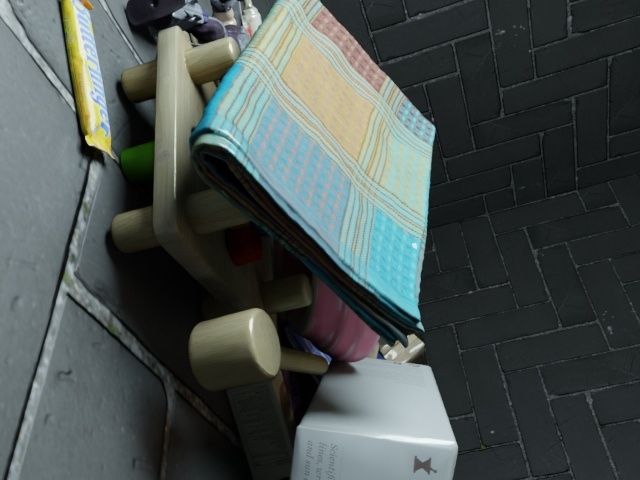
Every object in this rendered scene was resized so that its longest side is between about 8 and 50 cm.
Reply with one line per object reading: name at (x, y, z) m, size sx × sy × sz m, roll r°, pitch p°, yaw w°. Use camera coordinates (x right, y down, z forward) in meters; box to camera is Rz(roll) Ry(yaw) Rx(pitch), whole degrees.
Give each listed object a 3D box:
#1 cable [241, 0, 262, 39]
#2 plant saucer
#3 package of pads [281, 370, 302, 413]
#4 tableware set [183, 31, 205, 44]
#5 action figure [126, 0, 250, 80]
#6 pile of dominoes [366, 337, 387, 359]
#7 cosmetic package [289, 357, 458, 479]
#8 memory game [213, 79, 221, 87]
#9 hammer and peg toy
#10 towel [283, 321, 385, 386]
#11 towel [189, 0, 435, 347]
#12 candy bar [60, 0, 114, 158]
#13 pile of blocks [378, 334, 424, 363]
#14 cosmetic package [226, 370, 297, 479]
cable at (-0.104, -0.276, 1.094) m, size 0.139 × 0.072 × 0.287 m, roll -77°, pitch 151°, yaw -55°
plant saucer at (0.000, 0.000, 0.852) m, size 0.332 × 0.084 × 0.333 m, roll 177°, pitch -90°, yaw -74°
package of pads at (-0.051, 0.195, 0.854) m, size 0.050 × 0.031 × 0.083 m, roll 18°, pitch 58°, yaw -79°
tableware set at (-0.178, -0.342, 0.910) m, size 0.128 × 0.039 × 0.194 m, roll -81°, pitch 153°, yaw -64°
action figure at (-0.131, -0.252, 0.825) m, size 0.285 × 0.099 × 0.186 m, roll -40°, pitch 115°, yaw -72°
pile of dominoes at (0.063, 0.086, 1.132) m, size 0.251 × 0.040 × 0.196 m, roll 61°, pitch 42°, yaw -23°
cosmetic package at (0.059, 0.276, 0.743) m, size 0.385 × 0.156 × 0.217 m, roll 18°, pitch 78°, yaw -82°
memory game at (-0.130, -0.181, 1.000) m, size 0.186 × 0.012 × 0.186 m, roll -15°, pitch 90°, yaw -78°
hammer and peg toy at (-0.099, -0.003, 0.646) m, size 0.266 × 0.127 × 0.362 m, roll 60°, pitch 19°, yaw -58°
towel at (0.047, 0.204, 1.108) m, size 0.243 × 0.040 × 0.336 m, roll 55°, pitch 12°, yaw 0°
towel at (0.024, -0.107, 0.649) m, size 0.271 × 0.040 × 0.370 m, roll 42°, pitch 37°, yaw -22°
candy bar at (-0.212, -0.154, 0.571) m, size 0.040 × 0.018 × 0.162 m, roll 28°, pitch 49°, yaw -74°
pile of blocks at (0.107, 0.124, 1.291) m, size 0.149 × 0.112 × 0.362 m, roll 18°, pitch -39°, yaw 60°
cosmetic package at (-0.061, 0.212, 0.719) m, size 0.041 × 0.060 × 0.115 m, roll -42°, pitch 118°, yaw -77°
